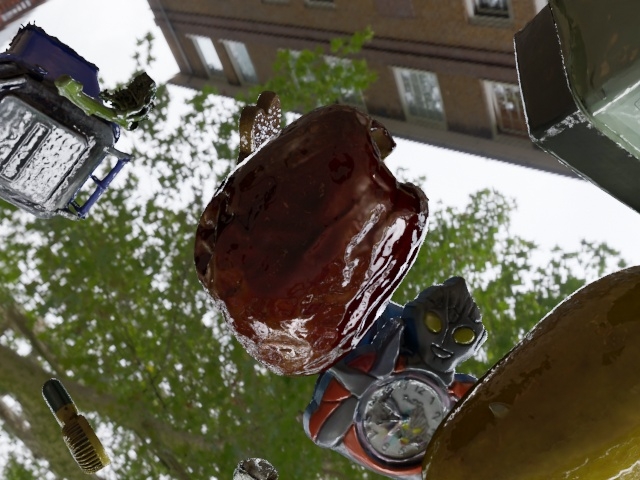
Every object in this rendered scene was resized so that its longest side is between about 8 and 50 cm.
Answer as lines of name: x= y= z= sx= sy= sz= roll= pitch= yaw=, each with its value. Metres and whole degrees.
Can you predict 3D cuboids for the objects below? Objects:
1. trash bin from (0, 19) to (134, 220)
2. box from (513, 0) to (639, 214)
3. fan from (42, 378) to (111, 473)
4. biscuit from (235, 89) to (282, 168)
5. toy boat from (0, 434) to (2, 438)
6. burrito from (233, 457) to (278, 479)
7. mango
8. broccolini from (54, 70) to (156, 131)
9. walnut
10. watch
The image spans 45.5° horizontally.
trash bin: x=-0.337 y=-0.151 z=0.927 sx=0.162 sy=0.184 sz=0.234 roll=-47 pitch=-149 yaw=15
box: x=0.347 y=-0.154 z=0.802 sx=0.166 sy=0.291 sz=0.220 roll=-35 pitch=-139 yaw=41
fan: x=-0.351 y=0.261 z=1.078 sx=0.039 sy=0.082 sz=0.155 roll=-30 pitch=-117 yaw=-23
biscuit: x=-0.094 y=-0.108 z=1.187 sx=0.039 sy=0.236 sz=0.180 roll=7 pitch=-152 yaw=15
toy boat: x=-0.483 y=0.114 z=0.784 sx=0.219 sy=0.318 sz=0.071 roll=11 pitch=-116 yaw=28
burrito: x=-0.102 y=0.376 z=1.190 sx=0.063 sy=0.229 sz=0.058 roll=-4 pitch=-111 yaw=-10
mango: x=0.310 y=0.187 z=0.856 sx=0.445 sy=0.301 sz=0.220 roll=-25 pitch=-129 yaw=-20
broccolini: x=-0.181 y=-0.123 z=0.676 sx=0.054 sy=0.052 sz=0.194 roll=-28 pitch=-172 yaw=5
walnut: x=0.000 y=0.000 z=0.823 sx=0.269 sy=0.244 sz=0.221 roll=-44 pitch=-100 yaw=9
watch: x=0.103 y=0.178 z=1.126 sx=0.305 sy=0.242 sz=0.274 roll=-62 pitch=-169 yaw=-3
